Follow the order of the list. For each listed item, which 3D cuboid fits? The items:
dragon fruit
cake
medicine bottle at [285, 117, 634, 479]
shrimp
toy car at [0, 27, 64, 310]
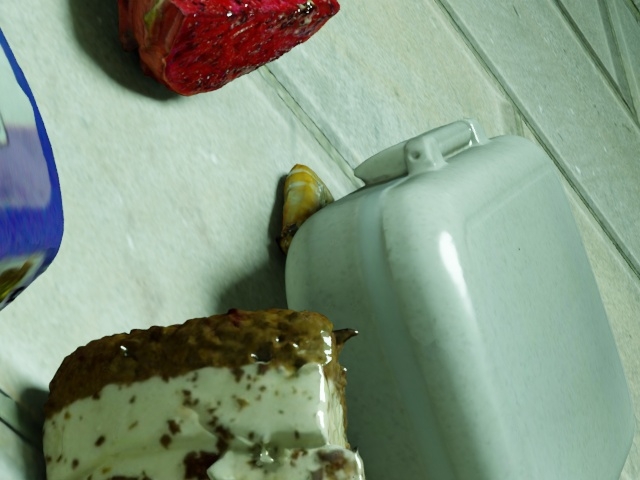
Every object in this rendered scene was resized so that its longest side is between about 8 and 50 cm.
[{"bbox_3d":[-0.077,-0.141,0.981,0.106,0.083,0.162,50,36,15],"label":"dragon fruit"},{"bbox_3d":[-0.047,0.128,0.776,0.246,0.135,0.112,89,-2,-64],"label":"cake"},{"bbox_3d":[0.097,0.071,1.043,0.375,0.123,0.282,-28,101,-70],"label":"medicine bottle"},{"bbox_3d":[0.000,0.000,1.059,0.091,0.025,0.127,61,18,-10],"label":"shrimp"},{"bbox_3d":[-0.180,-0.017,0.464,0.172,0.158,0.235,63,20,-1],"label":"toy car"}]
